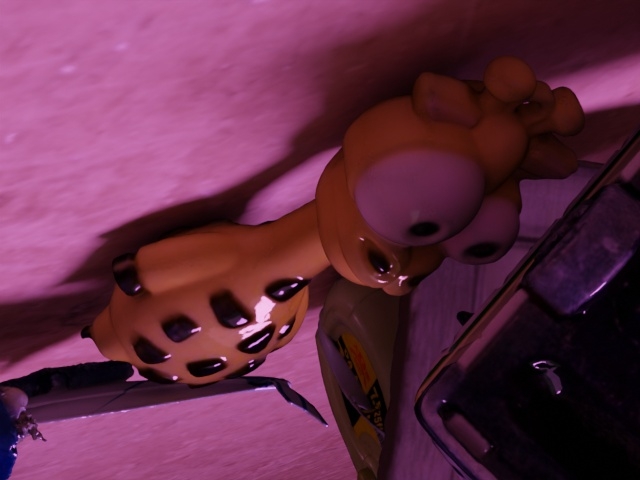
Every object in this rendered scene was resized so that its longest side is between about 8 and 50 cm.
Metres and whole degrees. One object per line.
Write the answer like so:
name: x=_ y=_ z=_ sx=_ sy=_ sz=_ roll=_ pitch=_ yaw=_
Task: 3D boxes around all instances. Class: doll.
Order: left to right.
doll: x=0.000 y=0.001 z=0.710 sx=0.291 sy=0.086 sz=0.117 roll=-29 pitch=146 yaw=34

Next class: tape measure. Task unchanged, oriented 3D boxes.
tape measure: x=0.065 y=0.096 z=0.956 sx=0.106 sy=0.200 sz=0.175 roll=-13 pitch=152 yaw=-17

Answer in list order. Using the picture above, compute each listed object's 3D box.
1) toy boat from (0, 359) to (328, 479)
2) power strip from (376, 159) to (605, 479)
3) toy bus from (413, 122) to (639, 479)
toy boat: x=-0.151 y=0.100 z=0.840 sx=0.210 sy=0.070 sz=0.292 roll=-3 pitch=178 yaw=42
power strip: x=0.148 y=0.082 z=0.833 sx=0.251 sy=0.256 sz=0.092 roll=7 pitch=-178 yaw=-15
toy bus: x=0.175 y=0.011 z=0.647 sx=0.305 sy=0.143 sz=0.179 roll=-49 pitch=179 yaw=-11
